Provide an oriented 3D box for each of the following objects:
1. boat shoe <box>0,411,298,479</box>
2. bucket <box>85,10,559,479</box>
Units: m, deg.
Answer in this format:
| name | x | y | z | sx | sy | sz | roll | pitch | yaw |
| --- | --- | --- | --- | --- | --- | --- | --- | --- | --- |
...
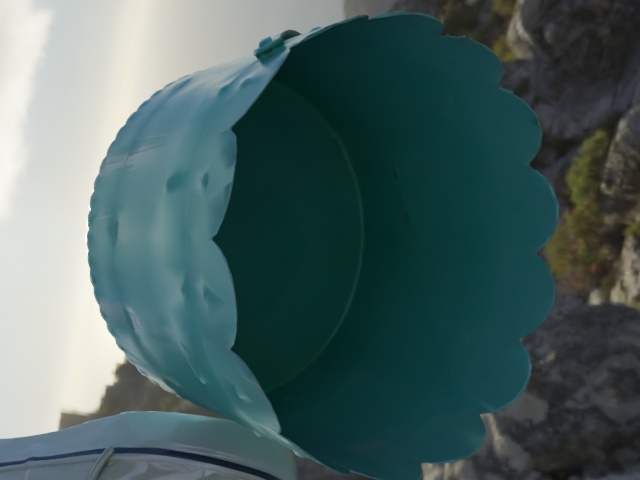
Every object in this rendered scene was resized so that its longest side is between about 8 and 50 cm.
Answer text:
| name | x | y | z | sx | sy | sz | roll | pitch | yaw |
| --- | --- | --- | --- | --- | --- | --- | --- | --- | --- |
| boat shoe | -0.197 | 0.220 | 0.727 | 0.136 | 0.367 | 0.156 | 86 | -179 | -50 |
| bucket | 0.000 | 0.000 | 0.658 | 0.183 | 0.281 | 0.281 | 5 | 85 | 50 |
